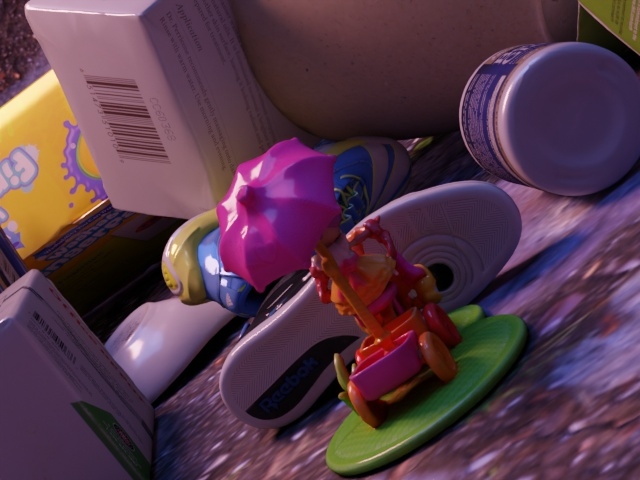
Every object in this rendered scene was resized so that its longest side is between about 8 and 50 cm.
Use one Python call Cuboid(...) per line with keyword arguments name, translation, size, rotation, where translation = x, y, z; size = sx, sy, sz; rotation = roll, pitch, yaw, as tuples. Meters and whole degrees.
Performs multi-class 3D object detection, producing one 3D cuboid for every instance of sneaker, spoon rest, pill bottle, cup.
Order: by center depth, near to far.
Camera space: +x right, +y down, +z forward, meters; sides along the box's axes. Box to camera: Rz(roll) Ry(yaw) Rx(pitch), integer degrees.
Cuboid(name="sneaker", translation=(0.028, 0.022, 1.046), size=(0.217, 0.079, 0.121), rotation=(-36, 11, 13))
Cuboid(name="pill bottle", translation=(0.142, -0.081, 1.078), size=(0.094, 0.094, 0.169), rotation=(-38, 9, -3))
Cuboid(name="sneaker", translation=(0.000, 0.000, 1.316), size=(0.240, 0.091, 0.126), rotation=(-30, 36, -24))
Cuboid(name="cup", translation=(0.124, -0.231, 1.356), size=(0.237, 0.331, 0.331), rotation=(11, 42, 39))
Cuboid(name="spoon rest", translation=(-0.105, 0.057, 1.426), size=(0.137, 0.084, 0.276), rotation=(-24, 30, 58))

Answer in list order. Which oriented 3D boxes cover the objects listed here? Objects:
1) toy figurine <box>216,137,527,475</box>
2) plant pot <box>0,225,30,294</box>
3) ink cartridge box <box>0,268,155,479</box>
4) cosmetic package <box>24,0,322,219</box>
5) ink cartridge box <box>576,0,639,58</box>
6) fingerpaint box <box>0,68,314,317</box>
Cuboid(name="toy figurine", translation=(0.014, 0.015, 0.893), size=(0.130, 0.159, 0.173), rotation=(-34, 9, 17))
Cuboid(name="plant pot", translation=(-0.329, 0.102, 1.391), size=(0.212, 0.236, 0.236), rotation=(-29, 24, 0))
Cuboid(name="ink cartridge box", translation=(-0.196, 0.116, 1.187), size=(0.087, 0.153, 0.208), rotation=(-38, 9, 2))
Cuboid(name="cosmetic package", translation=(-0.047, -0.213, 1.465), size=(0.156, 0.217, 0.385), rotation=(9, 42, 40))
Cuboid(name="ink cartridge box", translation=(0.281, -0.197, 1.194), size=(0.189, 0.097, 0.255), rotation=(-39, -24, -13))
Cuboid(name="fingerpaint box", translation=(-0.276, -0.052, 1.904), size=(0.445, 0.163, 0.371), rotation=(-35, -11, 15))
